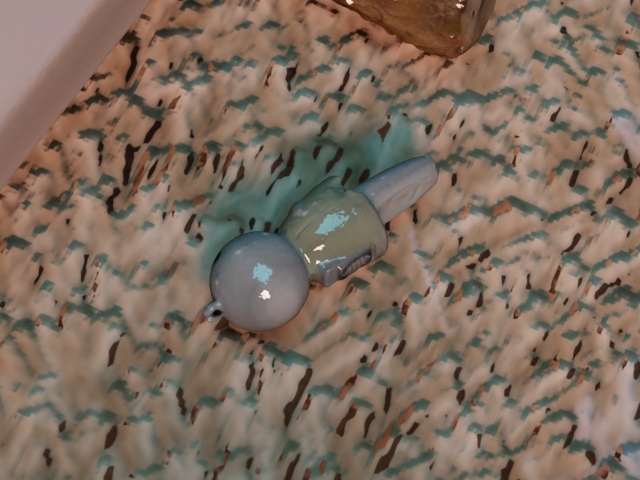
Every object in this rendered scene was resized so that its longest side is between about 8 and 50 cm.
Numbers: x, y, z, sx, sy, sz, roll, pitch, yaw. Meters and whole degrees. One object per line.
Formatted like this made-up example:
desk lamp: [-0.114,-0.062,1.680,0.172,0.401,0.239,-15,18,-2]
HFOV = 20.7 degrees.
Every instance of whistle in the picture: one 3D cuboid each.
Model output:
whistle: [0.000,0.000,0.605,0.100,0.035,0.035,-34,76,-20]

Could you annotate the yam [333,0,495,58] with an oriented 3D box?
yam: [-0.070,-0.153,0.642,0.300,0.066,0.066,27,67,3]

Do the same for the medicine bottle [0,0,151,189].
medicine bottle: [-0.124,-0.120,0.553,0.161,0.111,0.296,39,85,4]
